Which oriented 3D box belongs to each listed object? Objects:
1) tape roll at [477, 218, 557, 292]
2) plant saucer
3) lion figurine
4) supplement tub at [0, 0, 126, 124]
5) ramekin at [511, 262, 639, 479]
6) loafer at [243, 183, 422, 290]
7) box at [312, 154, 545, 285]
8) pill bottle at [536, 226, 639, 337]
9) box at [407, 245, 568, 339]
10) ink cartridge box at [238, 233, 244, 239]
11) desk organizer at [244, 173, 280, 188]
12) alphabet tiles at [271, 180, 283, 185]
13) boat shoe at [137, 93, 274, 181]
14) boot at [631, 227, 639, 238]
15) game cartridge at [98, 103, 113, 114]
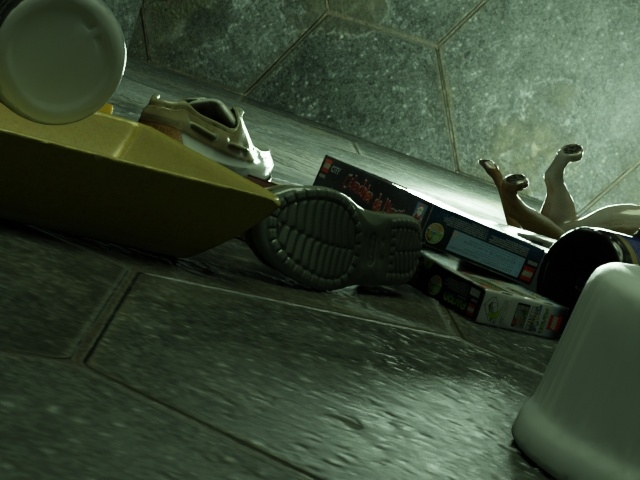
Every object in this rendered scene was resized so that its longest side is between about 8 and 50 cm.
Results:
[{"bbox_3d":[0.270,0.043,1.772,0.219,0.072,0.219,18,6,-2],"label":"tape roll"},{"bbox_3d":[-0.250,-0.073,1.324,0.333,0.081,0.333,14,8,-31],"label":"plant saucer"},{"bbox_3d":[0.416,-0.003,2.126,0.392,0.240,0.142,9,39,20],"label":"lion figurine"},{"bbox_3d":[-0.246,-0.169,1.284,0.117,0.117,0.190,14,8,-28],"label":"supplement tub"},{"bbox_3d":[0.280,0.115,1.009,0.277,0.135,0.277,18,8,-2],"label":"ramekin"},{"bbox_3d":[0.000,0.000,1.422,0.087,0.094,0.251,9,-4,35],"label":"loafer"},{"bbox_3d":[0.113,-0.025,1.654,0.159,0.044,0.233,20,5,-32],"label":"box"},{"bbox_3d":[0.345,0.062,1.613,0.219,0.122,0.123,13,9,-38],"label":"pill bottle"},{"bbox_3d":[0.152,0.046,1.591,0.114,0.036,0.207,14,9,-32],"label":"box"},{"bbox_3d":[-0.069,-0.015,1.537,0.083,0.028,0.048,22,8,25],"label":"ink cartridge box"},{"bbox_3d":[-0.034,-0.029,1.661,0.130,0.047,0.050,20,10,12],"label":"desk organizer"},{"bbox_3d":[0.026,-0.029,1.902,0.278,0.021,0.284,18,7,18],"label":"alphabet tiles"},{"bbox_3d":[-0.125,-0.112,1.750,0.113,0.103,0.302,13,8,16],"label":"boat shoe"},{"bbox_3d":[0.431,0.061,1.802,0.198,0.077,0.137,48,22,18],"label":"boot"},{"bbox_3d":[-0.414,-0.176,1.836,0.324,0.052,0.285,15,8,-9],"label":"game cartridge"}]
